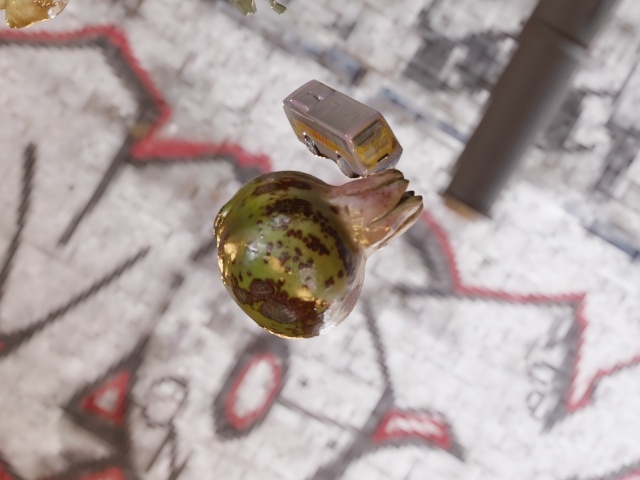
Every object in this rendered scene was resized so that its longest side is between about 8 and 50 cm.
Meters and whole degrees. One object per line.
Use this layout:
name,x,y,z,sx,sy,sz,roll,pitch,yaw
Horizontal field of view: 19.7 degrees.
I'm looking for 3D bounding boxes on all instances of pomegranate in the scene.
pomegranate,-0.011,-0.005,1.407,0.126,0.163,0.138,34,-162,-14

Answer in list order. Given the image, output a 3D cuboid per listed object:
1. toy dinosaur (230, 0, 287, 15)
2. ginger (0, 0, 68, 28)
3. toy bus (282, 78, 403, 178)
toy dinosaur,-0.037,-0.249,1.467,0.106,0.044,0.187,20,145,24
ginger,-0.072,-0.163,0.893,0.052,0.193,0.176,67,171,-25
toy bus,0.020,-0.113,1.863,0.072,0.057,0.172,61,167,-29
